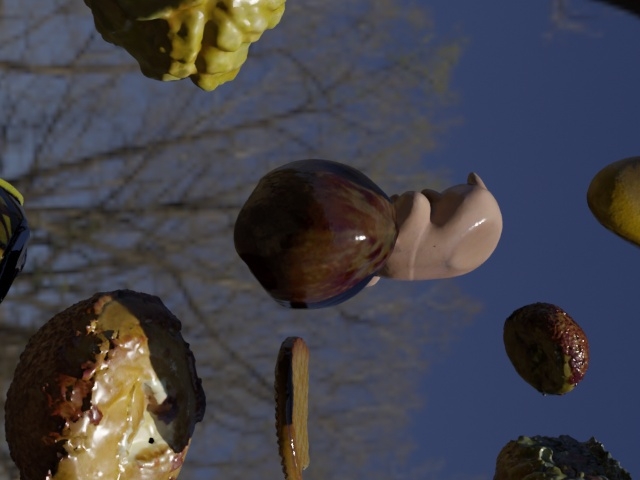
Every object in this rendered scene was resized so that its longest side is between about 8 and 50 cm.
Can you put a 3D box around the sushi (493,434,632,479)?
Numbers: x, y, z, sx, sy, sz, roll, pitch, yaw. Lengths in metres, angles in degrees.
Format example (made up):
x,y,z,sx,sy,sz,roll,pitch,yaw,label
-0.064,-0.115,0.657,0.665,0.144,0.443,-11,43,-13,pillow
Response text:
x,y,z,sx,sy,sz,roll,pitch,yaw,label
0.358,0.379,2.358,0.274,0.184,0.139,-124,-139,-62,sushi

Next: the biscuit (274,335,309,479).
x,y,z,sx,sy,sz,roll,pitch,yaw,label
-0.039,0.232,2.254,0.228,0.031,0.176,-75,159,-67,biscuit

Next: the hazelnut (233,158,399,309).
x,y,z,sx,sy,sz,roll,pitch,yaw,label
0.000,0.000,2.158,0.234,0.218,0.218,-44,142,-63,hazelnut

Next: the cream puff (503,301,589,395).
x,y,z,sx,sy,sz,roll,pitch,yaw,label
0.338,0.156,2.326,0.149,0.084,0.149,39,-36,36,cream puff

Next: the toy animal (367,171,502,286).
x,y,z,sx,sy,sz,roll,pitch,yaw,label
0.176,-0.009,2.570,0.166,0.250,0.154,90,-20,-48,toy animal

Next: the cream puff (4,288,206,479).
x,y,z,sx,sy,sz,roll,pitch,yaw,label
-0.316,0.237,2.239,0.228,0.350,0.351,5,-81,36,cream puff

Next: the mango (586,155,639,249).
x,y,z,sx,sy,sz,roll,pitch,yaw,label
0.432,-0.044,2.046,0.098,0.195,0.137,-36,-126,54,mango

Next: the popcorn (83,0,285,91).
x,y,z,sx,sy,sz,roll,pitch,yaw,label
-0.155,-0.291,1.699,0.233,0.192,0.266,33,-48,24,popcorn

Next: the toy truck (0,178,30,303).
x,y,z,sx,sy,sz,roll,pitch,yaw,label
-0.459,0.096,1.540,0.180,0.254,0.405,78,37,-83,toy truck
